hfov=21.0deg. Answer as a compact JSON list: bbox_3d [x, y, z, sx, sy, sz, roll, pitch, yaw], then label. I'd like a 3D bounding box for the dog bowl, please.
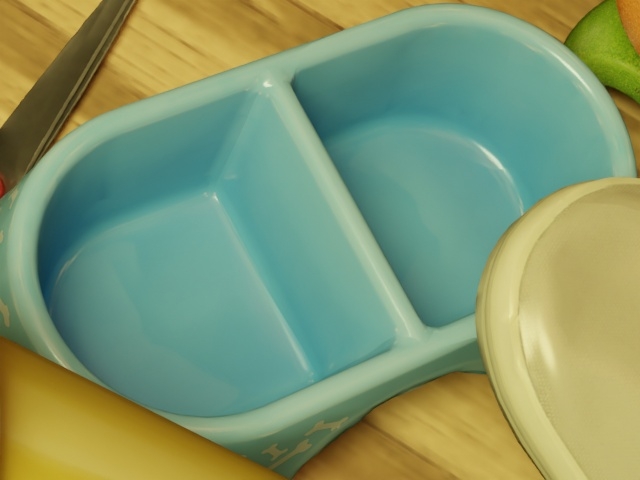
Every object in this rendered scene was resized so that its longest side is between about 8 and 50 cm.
[{"bbox_3d":[0.000,0.000,0.689,0.297,0.074,0.166,-22,74,-24],"label":"dog bowl"}]

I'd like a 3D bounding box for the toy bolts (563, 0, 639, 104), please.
[{"bbox_3d":[0.164,-0.178,0.773,0.228,0.158,0.218,41,63,8],"label":"toy bolts"}]

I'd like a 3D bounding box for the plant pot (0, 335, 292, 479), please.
[{"bbox_3d":[-0.103,0.139,0.525,0.239,0.254,0.254,16,62,-22],"label":"plant pot"}]

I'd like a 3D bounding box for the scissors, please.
[{"bbox_3d":[-0.139,0.001,0.699,0.109,0.021,0.297,42,62,10],"label":"scissors"}]

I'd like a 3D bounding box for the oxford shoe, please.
[{"bbox_3d":[0.256,0.123,0.638,0.449,0.130,0.169,39,67,-2],"label":"oxford shoe"}]
